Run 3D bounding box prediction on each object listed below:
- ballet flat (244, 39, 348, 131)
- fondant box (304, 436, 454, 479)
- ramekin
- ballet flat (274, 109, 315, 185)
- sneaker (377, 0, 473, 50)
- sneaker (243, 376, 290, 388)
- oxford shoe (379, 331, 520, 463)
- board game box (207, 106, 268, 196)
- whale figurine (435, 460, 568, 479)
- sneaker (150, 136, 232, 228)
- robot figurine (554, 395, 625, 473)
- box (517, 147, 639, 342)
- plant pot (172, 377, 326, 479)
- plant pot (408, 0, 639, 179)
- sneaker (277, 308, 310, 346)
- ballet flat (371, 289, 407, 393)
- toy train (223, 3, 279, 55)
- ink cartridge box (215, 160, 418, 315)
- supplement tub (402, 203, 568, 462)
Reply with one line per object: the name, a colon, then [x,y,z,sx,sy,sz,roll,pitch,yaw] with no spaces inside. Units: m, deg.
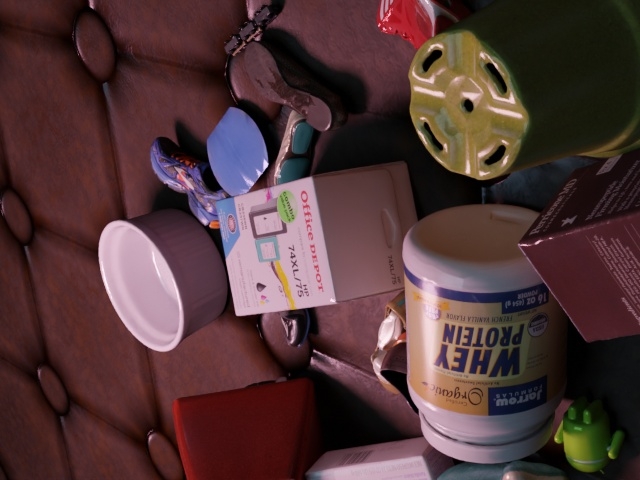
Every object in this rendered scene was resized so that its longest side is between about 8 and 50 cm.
ballet flat: [-0.038,-0.253,1.950,0.250,0.058,0.084,40,133,36]
fondant box: [0.143,0.514,2.060,0.238,0.096,0.330,-15,100,30]
ramekin: [-0.309,0.070,2.386,0.277,0.135,0.277,28,129,40]
ballet flat: [-0.043,-0.156,2.017,0.052,0.057,0.168,-109,30,-42]
sneaker: [0.154,-0.287,1.684,0.128,0.087,0.221,-28,76,62]
sneaker: [-0.113,0.378,2.326,0.100,0.108,0.271,-109,21,-58]
oxford shoe: [0.203,0.268,1.881,0.271,0.098,0.097,41,137,5]
board game box: [-0.139,-0.159,2.138,0.133,0.033,0.168,58,137,16]
whale figurine: [0.269,0.390,1.847,0.272,0.216,0.141,122,152,-49]
sneaker: [-0.233,-0.124,2.245,0.221,0.083,0.087,44,125,17]
robot figurine: [0.384,0.283,1.724,0.101,0.067,0.115,9,117,39]
box: [0.389,-0.001,1.441,0.167,0.168,0.203,52,145,-15]
plant pot: [-0.118,0.441,2.169,0.235,0.267,0.267,-98,-2,-62]
plant pot: [0.253,-0.197,1.456,0.276,0.254,0.276,28,130,40]
sneaker: [-0.073,0.107,2.168,0.067,0.078,0.188,6,115,49]
ballet flat: [0.116,0.174,1.981,0.080,0.073,0.232,38,136,32]
toy train: [-0.115,-0.351,1.995,0.158,0.036,0.027,-31,81,52]
ink cartridge box: [0.000,0.000,1.897,0.270,0.197,0.198,-12,89,52]
supplement tub: [0.233,0.130,1.686,0.228,0.228,0.316,22,126,43]
